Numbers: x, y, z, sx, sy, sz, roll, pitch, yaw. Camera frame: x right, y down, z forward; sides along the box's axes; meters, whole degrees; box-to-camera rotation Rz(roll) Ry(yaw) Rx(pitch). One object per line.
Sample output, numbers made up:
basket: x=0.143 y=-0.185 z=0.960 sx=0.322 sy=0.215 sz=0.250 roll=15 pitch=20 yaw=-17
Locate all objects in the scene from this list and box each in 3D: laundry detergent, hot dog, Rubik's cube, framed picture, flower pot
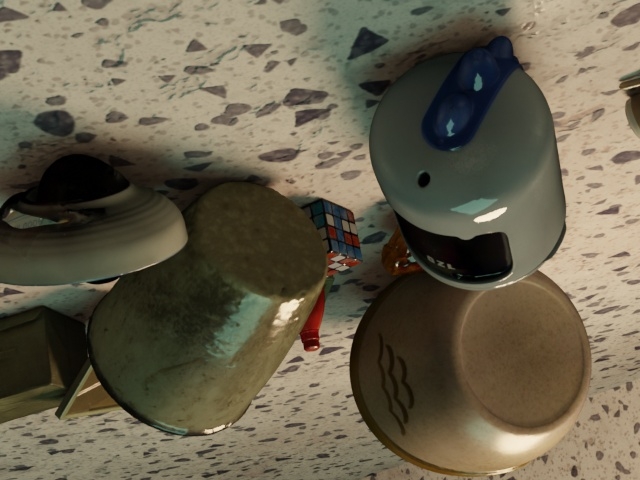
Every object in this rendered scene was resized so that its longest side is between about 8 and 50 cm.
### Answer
laundry detergent: x=-0.037 y=0.117 z=1.886 sx=0.097 sy=0.165 sz=0.049 roll=-16 pitch=159 yaw=12
hot dog: x=0.211 y=-0.001 z=1.799 sx=0.226 sy=0.099 sz=0.160 roll=-3 pitch=157 yaw=-22
Rubik's cube: x=0.000 y=0.000 z=1.714 sx=0.092 sy=0.092 sz=0.092 roll=-23 pitch=155 yaw=30
framed picture: x=-0.319 y=0.225 z=1.992 sx=0.324 sy=0.020 sz=0.240 roll=-1 pitch=130 yaw=-54
flower pot: x=-0.154 y=0.090 z=1.616 sx=0.293 sy=0.294 sz=0.330 roll=7 pitch=139 yaw=-36

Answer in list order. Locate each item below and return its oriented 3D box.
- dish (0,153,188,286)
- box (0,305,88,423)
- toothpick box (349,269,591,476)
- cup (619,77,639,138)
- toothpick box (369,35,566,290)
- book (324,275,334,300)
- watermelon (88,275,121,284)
dish: x=-0.318 y=-0.046 z=1.400 sx=0.273 sy=0.134 sz=0.273 roll=-6 pitch=-163 yaw=2
box: x=-0.559 y=0.233 z=1.958 sx=0.231 sy=0.149 sz=0.155 roll=-17 pitch=158 yaw=13
toothpick box: x=0.263 y=0.232 z=1.996 sx=0.408 sy=0.409 sz=0.425 roll=0 pitch=168 yaw=-25
cup: x=0.475 y=-0.189 z=1.489 sx=0.099 sy=0.074 sz=0.102 roll=-27 pitch=153 yaw=35
toothpick box: x=0.196 y=-0.106 z=1.383 sx=0.263 sy=0.263 sz=0.355 roll=-14 pitch=157 yaw=10
book: x=-0.107 y=0.126 z=2.005 sx=0.241 sy=0.018 sz=0.170 roll=-2 pitch=138 yaw=-22
watermelon: x=-0.345 y=0.037 z=1.688 sx=0.105 sy=0.062 sz=0.105 roll=-15 pitch=165 yaw=-4
